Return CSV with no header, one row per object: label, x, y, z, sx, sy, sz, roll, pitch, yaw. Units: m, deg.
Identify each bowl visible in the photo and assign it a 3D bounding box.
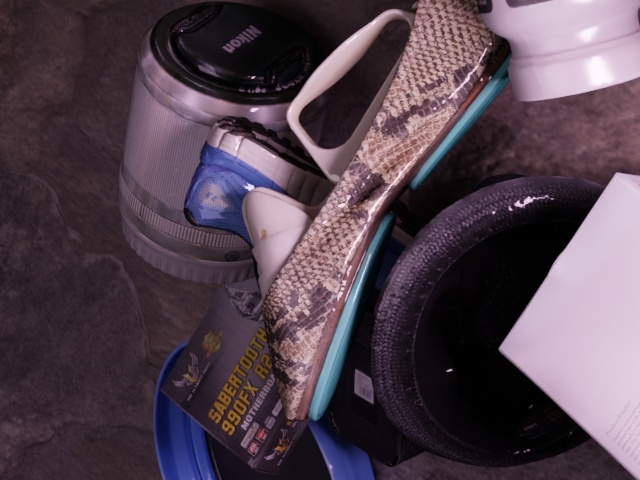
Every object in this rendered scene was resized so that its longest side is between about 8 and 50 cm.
bowl,-0.070,0.299,2.393,0.391,0.077,0.391,26,126,44

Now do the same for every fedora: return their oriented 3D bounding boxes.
fedora,0.184,0.057,1.851,0.152,0.334,0.334,-110,21,-58

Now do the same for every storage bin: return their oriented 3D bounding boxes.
storage bin,0.079,0.150,2.126,0.122,0.084,0.180,29,127,41

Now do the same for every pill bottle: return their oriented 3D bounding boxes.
pill bottle,0.210,-0.276,1.693,0.162,0.162,0.278,-1,106,52

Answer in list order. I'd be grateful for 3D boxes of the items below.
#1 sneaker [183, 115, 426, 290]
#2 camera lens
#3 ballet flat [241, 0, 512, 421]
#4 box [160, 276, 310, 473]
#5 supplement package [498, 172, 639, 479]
sneaker,0.000,0.000,1.997,0.147,0.330,0.130,-57,16,14
camera lens,-0.112,-0.116,2.130,0.219,0.219,0.274,43,136,32
ballet flat,0.035,-0.064,1.851,0.182,0.164,0.483,30,96,7
box,-0.065,0.132,2.228,0.183,0.056,0.231,36,97,36
supplement package,0.342,0.099,1.628,0.262,0.198,0.199,44,114,30
